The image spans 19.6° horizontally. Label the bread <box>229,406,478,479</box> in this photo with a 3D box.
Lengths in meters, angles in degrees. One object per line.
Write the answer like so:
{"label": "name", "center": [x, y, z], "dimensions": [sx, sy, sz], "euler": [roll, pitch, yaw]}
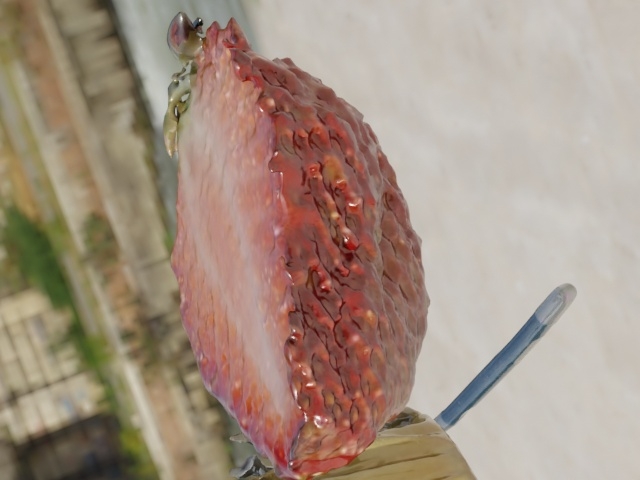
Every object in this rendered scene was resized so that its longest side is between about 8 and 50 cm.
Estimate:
{"label": "bread", "center": [0.011, 0.285, 1.012], "dimensions": [0.236, 0.183, 0.388], "euler": [-132, 36, -57]}

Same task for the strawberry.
{"label": "strawberry", "center": [-0.002, 0.003, 0.853], "dimensions": [0.175, 0.107, 0.236], "euler": [124, 138, -62]}

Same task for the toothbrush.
{"label": "toothbrush", "center": [0.101, 0.113, 1.276], "dimensions": [0.025, 0.019, 0.275], "euler": [52, 135, 14]}
